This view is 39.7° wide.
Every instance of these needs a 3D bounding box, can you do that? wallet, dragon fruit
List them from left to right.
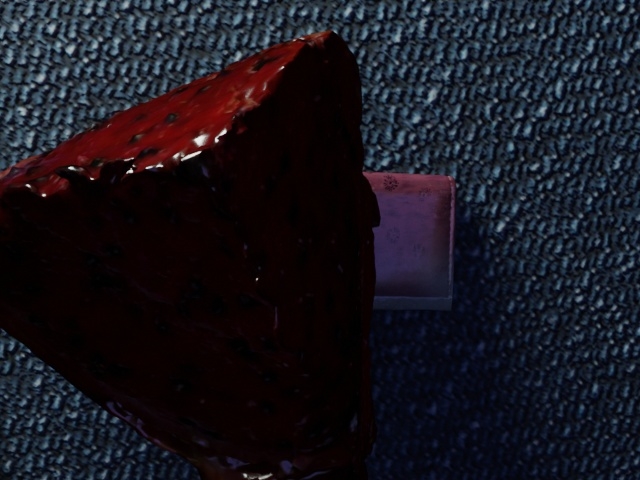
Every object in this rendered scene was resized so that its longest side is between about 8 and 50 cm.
[{"bbox_3d":[-0.079,0.032,0.704,0.286,0.228,0.329,-13,121,29],"label":"dragon fruit"},{"bbox_3d":[0.000,0.000,0.759,0.232,0.025,0.119,1,98,-6],"label":"wallet"}]
